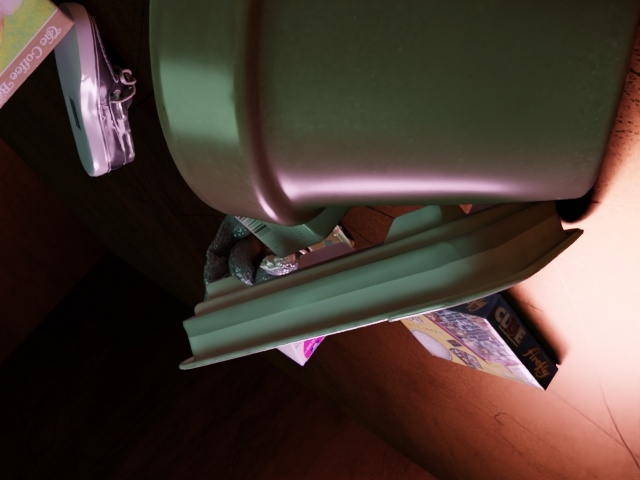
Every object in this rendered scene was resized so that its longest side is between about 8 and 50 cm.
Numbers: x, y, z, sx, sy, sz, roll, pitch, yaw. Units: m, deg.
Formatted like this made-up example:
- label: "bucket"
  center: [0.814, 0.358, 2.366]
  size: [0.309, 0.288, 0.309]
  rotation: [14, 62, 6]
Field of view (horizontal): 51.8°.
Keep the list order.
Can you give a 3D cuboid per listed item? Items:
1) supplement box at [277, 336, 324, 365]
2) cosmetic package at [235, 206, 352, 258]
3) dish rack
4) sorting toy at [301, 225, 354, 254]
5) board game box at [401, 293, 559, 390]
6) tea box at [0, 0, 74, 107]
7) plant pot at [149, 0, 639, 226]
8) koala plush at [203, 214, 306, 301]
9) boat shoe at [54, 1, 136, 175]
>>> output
- label: "supplement box"
  center: [-0.070, 0.196, 1.583]
  size: [0.114, 0.111, 0.220]
  rotation: [30, 160, 25]
- label: "cosmetic package"
  center: [-0.017, -0.103, 0.640]
  size: [0.151, 0.183, 0.151]
  rotation: [42, 163, -8]
- label: "dish rack"
  center: [0.050, 0.025, 0.611]
  size: [0.333, 0.285, 0.072]
  rotation: [-20, 89, 33]
- label: "sorting toy"
  center: [0.000, 0.000, 1.031]
  size: [0.045, 0.075, 0.083]
  rotation: [17, 152, 49]
- label: "board game box"
  center: [0.212, 0.133, 0.988]
  size: [0.165, 0.042, 0.243]
  rotation: [48, 161, -24]
- label: "tea box"
  center: [-0.588, -0.308, 0.878]
  size: [0.220, 0.329, 0.323]
  rotation: [42, -178, 30]
- label: "plant pot"
  center: [0.063, -0.123, 0.405]
  size: [0.229, 0.263, 0.263]
  rotation: [12, 153, 18]
- label: "koala plush"
  center: [-0.090, 0.068, 1.228]
  size: [0.221, 0.203, 0.196]
  rotation: [7, 145, 39]
- label: "boat shoe"
  center: [-0.360, -0.247, 1.093]
  size: [0.113, 0.105, 0.306]
  rotation: [39, 141, 38]
